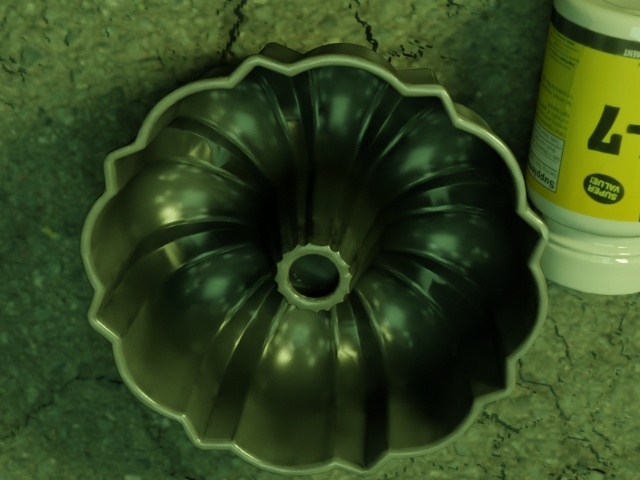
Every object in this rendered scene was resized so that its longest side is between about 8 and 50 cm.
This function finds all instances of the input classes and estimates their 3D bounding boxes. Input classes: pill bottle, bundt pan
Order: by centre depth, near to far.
[{"bbox_3d":[0.209,-0.075,1.289,0.119,0.119,0.208,5,116,-2],"label":"pill bottle"},{"bbox_3d":[0.000,0.000,1.314,0.331,0.124,0.330,2,116,5],"label":"bundt pan"}]
